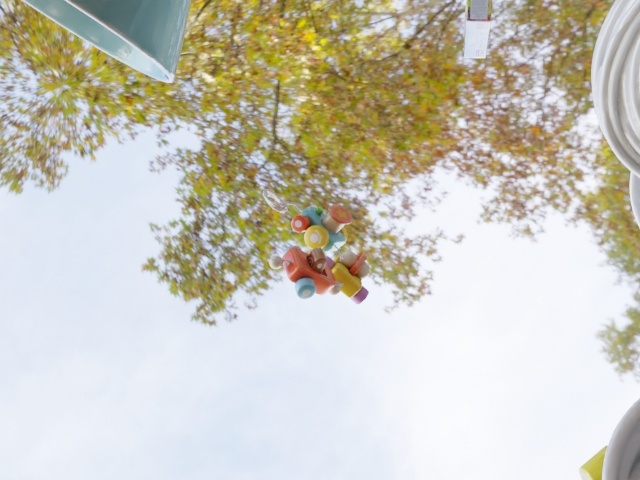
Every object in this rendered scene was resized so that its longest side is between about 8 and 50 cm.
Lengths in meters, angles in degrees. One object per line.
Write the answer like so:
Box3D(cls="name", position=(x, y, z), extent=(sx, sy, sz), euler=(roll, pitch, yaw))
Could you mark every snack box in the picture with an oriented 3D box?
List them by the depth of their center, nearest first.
Box3D(cls="snack box", position=(0.229, -0.337, 1.096), extent=(0.037, 0.141, 0.100), euler=(4, -97, 9))

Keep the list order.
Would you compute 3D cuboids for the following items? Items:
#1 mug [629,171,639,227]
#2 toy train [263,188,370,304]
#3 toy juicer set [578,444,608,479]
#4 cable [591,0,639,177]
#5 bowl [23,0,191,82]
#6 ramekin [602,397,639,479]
Box3D(cls="mug", position=(0.776, -0.143, 1.299), extent=(0.328, 0.276, 0.374), euler=(-6, -51, -22))
Box3D(cls="toy train", position=(0.000, 0.000, 0.753), extent=(0.125, 0.166, 0.046), euler=(30, -65, -32))
Box3D(cls="toy juicer set", position=(0.528, 0.455, 1.113), extent=(0.089, 0.209, 0.329), euler=(-27, -105, -9))
Box3D(cls="cable", position=(0.382, -0.164, 0.689), extent=(0.257, 0.089, 0.257), euler=(-17, -67, 27))
Box3D(cls="bowl", position=(-0.277, -0.344, 0.916), extent=(0.311, 0.311, 0.163), euler=(30, -91, -22))
Box3D(cls="ramekin", position=(0.409, 0.275, 0.727), extent=(0.277, 0.277, 0.135), euler=(-30, -37, -11))
